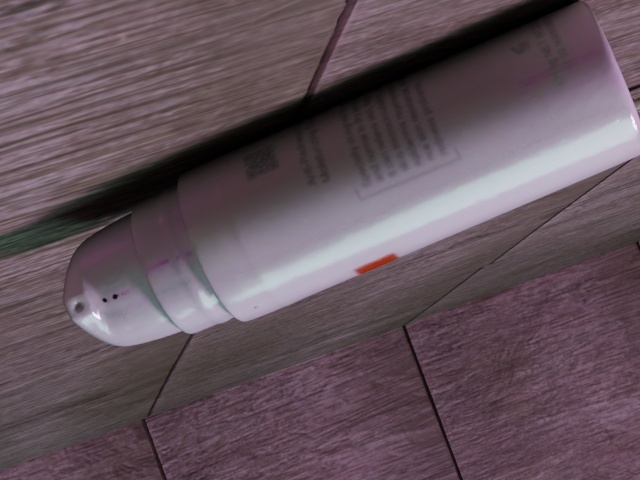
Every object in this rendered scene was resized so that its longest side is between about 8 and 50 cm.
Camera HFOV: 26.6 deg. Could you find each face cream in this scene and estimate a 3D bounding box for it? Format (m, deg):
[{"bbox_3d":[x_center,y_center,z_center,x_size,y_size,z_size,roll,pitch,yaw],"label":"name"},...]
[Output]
[{"bbox_3d":[0.014,-0.028,0.805,0.345,0.102,0.102,-23,171,11],"label":"face cream"}]

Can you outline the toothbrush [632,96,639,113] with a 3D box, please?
[{"bbox_3d":[0.223,-0.085,1.090,0.294,0.028,0.026,-25,164,-8],"label":"toothbrush"}]
